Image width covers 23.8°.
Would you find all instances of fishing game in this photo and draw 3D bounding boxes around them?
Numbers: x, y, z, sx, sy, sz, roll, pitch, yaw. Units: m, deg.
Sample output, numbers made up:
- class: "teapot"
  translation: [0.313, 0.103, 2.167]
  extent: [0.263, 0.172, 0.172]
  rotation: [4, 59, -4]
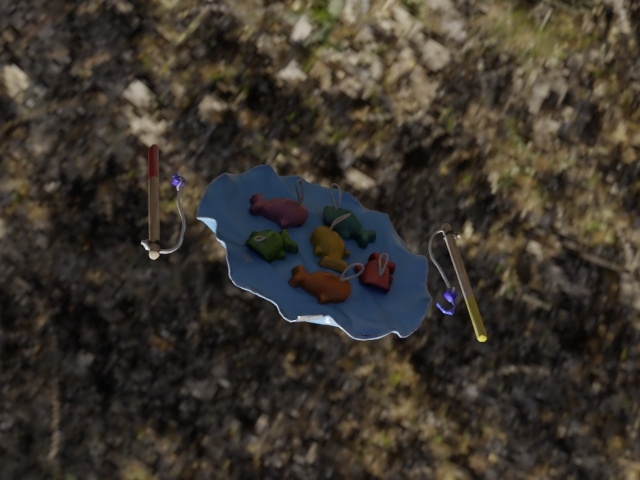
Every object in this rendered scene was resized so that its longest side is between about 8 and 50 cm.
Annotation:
- class: "fishing game"
  translation: [0.000, 0.000, 1.092]
  extent: [0.264, 0.189, 0.041]
  rotation: [17, 123, -17]
